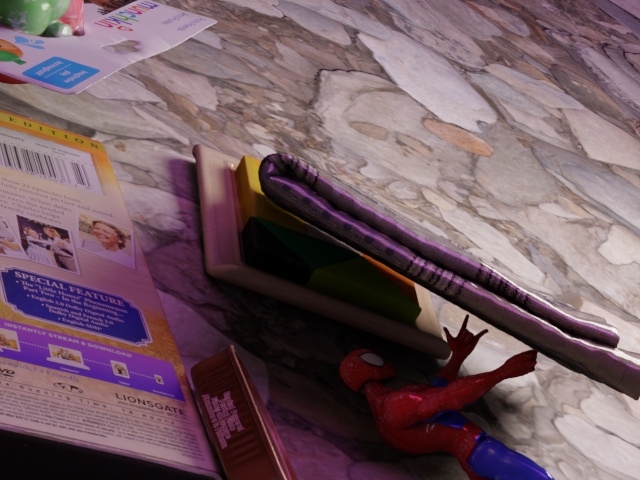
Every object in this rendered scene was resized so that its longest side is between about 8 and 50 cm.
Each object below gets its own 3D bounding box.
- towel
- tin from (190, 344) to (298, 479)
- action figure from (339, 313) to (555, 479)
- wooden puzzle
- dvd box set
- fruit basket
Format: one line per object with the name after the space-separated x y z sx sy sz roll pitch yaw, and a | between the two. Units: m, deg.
0.098 0.015 1.382 0.324 0.056 0.312 30 -1 -1 | towel
-0.037 0.144 1.125 0.106 0.040 0.189 61 1 -35 | tin
0.150 0.138 1.304 0.280 0.139 0.091 32 -20 11 | action figure
0.000 0.000 1.543 0.221 0.044 0.238 20 23 -19 | wooden puzzle
-0.254 0.017 1.182 0.308 0.062 0.420 16 25 -28 | dvd box set
-0.292 -0.217 1.454 0.353 0.165 0.327 15 20 13 | fruit basket
